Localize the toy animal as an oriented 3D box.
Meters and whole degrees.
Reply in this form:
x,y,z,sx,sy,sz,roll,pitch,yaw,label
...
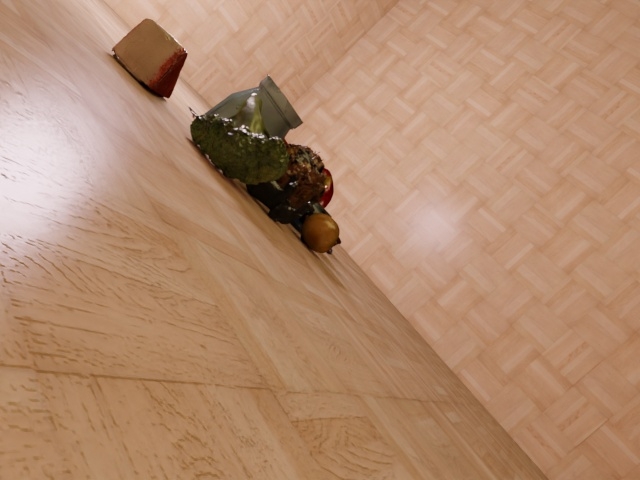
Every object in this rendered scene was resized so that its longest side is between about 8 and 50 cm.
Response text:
x,y,z,sx,sy,sz,roll,pitch,yaw,label
-0.127,-0.150,1.474,0.245,0.146,0.114,45,22,15,toy animal

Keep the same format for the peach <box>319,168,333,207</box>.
x,y,z,sx,sy,sz,roll,pitch,yaw,label
-0.093,-0.243,2.321,0.281,0.281,0.338,45,-34,-23,peach

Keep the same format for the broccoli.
x,y,z,sx,sy,sz,roll,pitch,yaw,label
-0.246,-0.279,1.364,0.253,0.186,0.302,-8,41,-29,broccoli

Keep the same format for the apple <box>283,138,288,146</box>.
x,y,z,sx,sy,sz,roll,pitch,yaw,label
-0.235,-0.349,1.951,0.272,0.206,0.251,50,-7,5,apple

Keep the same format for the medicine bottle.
x,y,z,sx,sy,sz,roll,pitch,yaw,label
-0.231,-0.397,1.601,0.245,0.290,0.245,53,7,-10,medicine bottle

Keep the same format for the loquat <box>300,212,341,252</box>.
x,y,z,sx,sy,sz,roll,pitch,yaw,label
0.000,-0.027,1.690,0.163,0.137,0.163,37,-11,9,loquat

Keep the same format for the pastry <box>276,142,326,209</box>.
x,y,z,sx,sy,sz,roll,pitch,yaw,label
-0.085,-0.203,1.654,0.192,0.275,0.275,34,-2,23,pastry

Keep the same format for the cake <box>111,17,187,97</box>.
x,y,z,sx,sy,sz,roll,pitch,yaw,label
-0.496,-0.551,1.438,0.158,0.160,0.262,43,3,-12,cake

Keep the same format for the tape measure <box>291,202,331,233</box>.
x,y,z,sx,sy,sz,roll,pitch,yaw,label
-0.078,-0.131,1.923,0.262,0.138,0.259,46,5,-11,tape measure

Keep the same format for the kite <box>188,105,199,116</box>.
x,y,z,sx,sy,sz,roll,pitch,yaw,label
-0.508,-0.512,1.997,0.141,0.015,0.245,43,4,-22,kite

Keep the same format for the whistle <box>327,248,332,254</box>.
x,y,z,sx,sy,sz,roll,pitch,yaw,label
0.000,0.000,2.196,0.176,0.033,0.033,50,5,29,whistle
